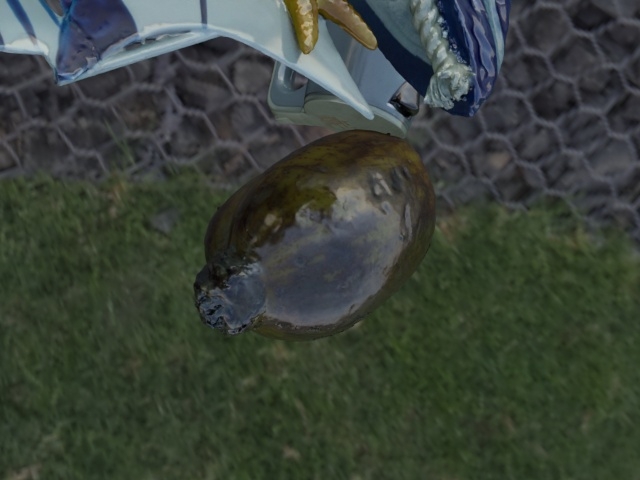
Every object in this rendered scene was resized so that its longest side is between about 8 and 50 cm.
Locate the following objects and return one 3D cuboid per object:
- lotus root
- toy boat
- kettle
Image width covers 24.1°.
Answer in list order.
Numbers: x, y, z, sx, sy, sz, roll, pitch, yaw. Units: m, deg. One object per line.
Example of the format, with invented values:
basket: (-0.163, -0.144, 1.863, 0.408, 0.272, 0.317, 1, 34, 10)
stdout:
lotus root: (0.000, 0.000, 0.906, 0.209, 0.120, 0.120, -37, 134, -43)
toy boat: (-0.042, -0.123, 0.707, 0.291, 0.220, 0.067, -25, 164, -39)
kettle: (0.045, -0.235, 1.604, 0.160, 0.210, 0.243, 36, 69, -53)
